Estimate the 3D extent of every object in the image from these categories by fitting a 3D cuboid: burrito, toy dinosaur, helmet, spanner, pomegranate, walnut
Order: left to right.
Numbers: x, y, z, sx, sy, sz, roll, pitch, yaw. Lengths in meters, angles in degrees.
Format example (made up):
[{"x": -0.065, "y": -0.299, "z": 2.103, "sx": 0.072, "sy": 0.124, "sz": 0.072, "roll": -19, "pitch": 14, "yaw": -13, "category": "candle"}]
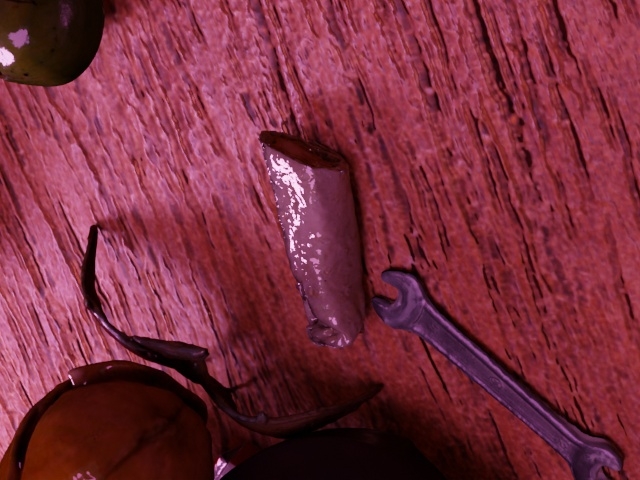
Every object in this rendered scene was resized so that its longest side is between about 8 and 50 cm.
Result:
[{"x": -0.283, "y": -0.242, "z": 1.569, "sx": 0.152, "sy": 0.131, "sz": 0.191, "roll": 16, "pitch": 115, "yaw": 26, "category": "pomegranate"}, {"x": -0.230, "y": 0.259, "z": 1.642, "sx": 0.209, "sy": 0.209, "sz": 0.336, "roll": 39, "pitch": 129, "yaw": 6, "category": "walnut"}, {"x": -0.123, "y": 0.098, "z": 1.679, "sx": 0.327, "sy": 0.113, "sz": 0.206, "roll": 24, "pitch": 166, "yaw": 41, "category": "toy dinosaur"}, {"x": 0.000, "y": 0.000, "z": 1.579, "sx": 0.087, "sy": 0.060, "sz": 0.226, "roll": 4, "pitch": 117, "yaw": 29, "category": "burrito"}, {"x": 0.018, "y": 0.277, "z": 1.632, "sx": 0.225, "sy": 0.305, "sz": 0.177, "roll": 88, "pitch": 159, "yaw": -64, "category": "helmet"}, {"x": 0.170, "y": 0.133, "z": 1.583, "sx": 0.302, "sy": 0.017, "sz": 0.071, "roll": 40, "pitch": 129, "yaw": 7, "category": "spanner"}]

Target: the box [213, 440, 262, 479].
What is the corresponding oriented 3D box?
[{"x": -0.034, "y": 0.326, "z": 1.787, "sx": 0.229, "sy": 0.050, "sz": 0.123, "roll": 39, "pitch": 128, "yaw": 6, "category": "box"}]
